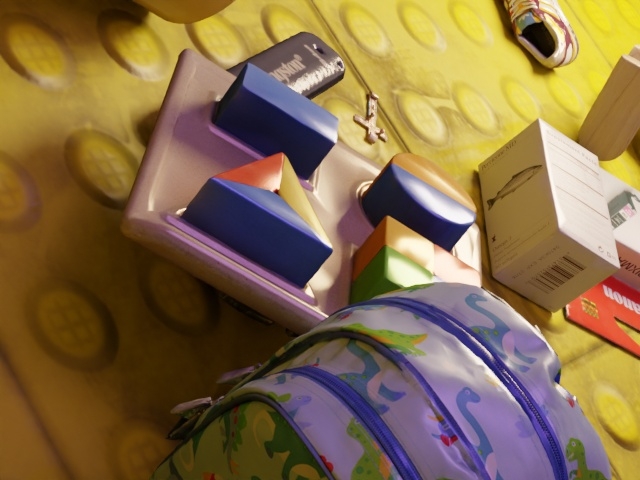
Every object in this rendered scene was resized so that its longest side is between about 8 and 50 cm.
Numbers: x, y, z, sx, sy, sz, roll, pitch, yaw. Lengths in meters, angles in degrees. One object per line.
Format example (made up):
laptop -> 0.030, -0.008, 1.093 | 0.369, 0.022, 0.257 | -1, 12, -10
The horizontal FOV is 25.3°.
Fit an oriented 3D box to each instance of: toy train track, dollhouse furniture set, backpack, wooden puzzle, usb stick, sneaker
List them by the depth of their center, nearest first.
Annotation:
backpack -> 0.030, 0.184, 0.936 | 0.273, 0.355, 0.290 | -7, 64, -50
wooden puzzle -> 0.013, -0.025, 1.162 | 0.322, 0.080, 0.348 | 30, 25, -14
usb stick -> -0.057, -0.153, 1.430 | 0.077, 0.045, 0.278 | 35, 32, 10
toy train track -> 0.060, -0.140, 1.587 | 0.048, 0.014, 0.083 | 32, 37, -25
sneaker -> 0.290, -0.322, 1.978 | 0.185, 0.069, 0.084 | 56, 29, 10
dollhouse furniture set -> 0.575, -0.098, 2.024 | 0.394, 0.256, 0.362 | 34, 30, 14

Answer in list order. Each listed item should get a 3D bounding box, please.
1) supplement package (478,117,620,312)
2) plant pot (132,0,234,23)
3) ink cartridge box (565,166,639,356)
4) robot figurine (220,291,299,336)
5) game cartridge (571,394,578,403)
supplement package -> 0.258, -0.029, 1.626 | 0.105, 0.105, 0.179 | 29, 39, -28
plant pot -> -0.168, -0.337, 1.328 | 0.239, 0.254, 0.254 | 39, 32, -41
ink cartridge box -> 0.392, 0.036, 1.762 | 0.275, 0.060, 0.238 | 27, 39, -31
robot figurine -> 0.000, 0.000, 1.314 | 0.291, 0.085, 0.211 | 11, 42, -43
game cartridge -> 0.184, 0.317, 1.152 | 0.355, 0.068, 0.230 | -68, 143, -53
